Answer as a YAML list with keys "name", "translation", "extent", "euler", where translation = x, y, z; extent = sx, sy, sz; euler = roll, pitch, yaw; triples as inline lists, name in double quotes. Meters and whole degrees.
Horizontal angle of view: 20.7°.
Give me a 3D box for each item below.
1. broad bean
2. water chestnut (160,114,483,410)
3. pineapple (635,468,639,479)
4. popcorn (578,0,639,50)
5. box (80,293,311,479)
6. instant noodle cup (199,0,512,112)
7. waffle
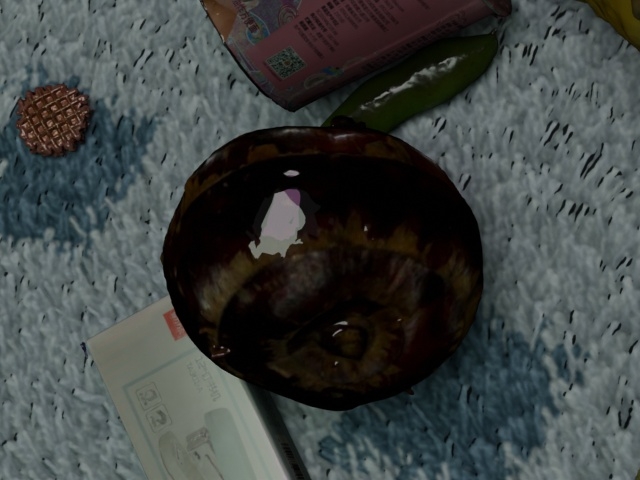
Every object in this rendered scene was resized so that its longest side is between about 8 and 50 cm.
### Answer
- name: "broad bean"
  translation: [0.066, -0.131, 1.694]
  extent: [0.254, 0.046, 0.065]
  euler: [-37, 81, 9]
- name: "water chestnut"
  translation: [0.000, 0.000, 1.589]
  extent: [0.300, 0.300, 0.300]
  euler: [-2, 81, 15]
- name: "pineapple"
  translation: [0.427, 0.155, 1.516]
  extent: [0.286, 0.209, 0.344]
  euler: [-43, 56, 52]
- name: "popcorn"
  translation: [0.364, -0.303, 1.476]
  extent: [0.354, 0.344, 0.390]
  euler: [-59, 28, 10]
- name: "box"
  translation: [-0.112, 0.182, 1.680]
  extent: [0.135, 0.079, 0.269]
  euler: [-28, 76, 9]
- name: "instant noodle cup"
  translation: [0.023, -0.258, 1.638]
  extent: [0.231, 0.243, 0.243]
  euler: [-30, 75, 17]
- name: "waffle"
  translation: [-0.273, -0.124, 1.796]
  extent: [0.083, 0.029, 0.075]
  euler: [6, 84, 14]
